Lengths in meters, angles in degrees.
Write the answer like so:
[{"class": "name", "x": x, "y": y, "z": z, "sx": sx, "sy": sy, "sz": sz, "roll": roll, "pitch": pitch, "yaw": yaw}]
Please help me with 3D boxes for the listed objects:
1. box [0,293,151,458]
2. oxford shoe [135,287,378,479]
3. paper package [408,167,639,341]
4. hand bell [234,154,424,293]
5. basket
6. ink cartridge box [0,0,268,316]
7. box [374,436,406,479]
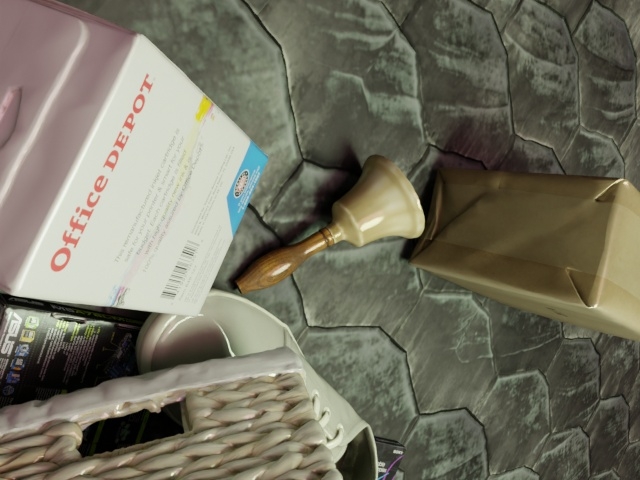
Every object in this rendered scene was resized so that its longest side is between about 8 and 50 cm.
[{"class": "box", "x": -0.261, "y": 0.165, "z": 0.592, "sx": 0.184, "sy": 0.045, "sz": 0.191, "roll": 19, "pitch": 89, "yaw": -44}, {"class": "oxford shoe", "x": -0.045, "y": 0.212, "z": 0.708, "sx": 0.169, "sy": 0.130, "sz": 0.449, "roll": -50, "pitch": 131, "yaw": -19}, {"class": "paper package", "x": 0.357, "y": 0.027, "z": 0.887, "sx": 0.325, "sy": 0.309, "sz": 0.168, "roll": 21, "pitch": 84, "yaw": -41}, {"class": "hand bell", "x": 0.000, "y": 0.000, "z": 0.739, "sx": 0.242, "sy": 0.126, "sz": 0.126, "roll": -31, "pitch": 120, "yaw": -17}, {"class": "basket", "x": -0.136, "y": 0.323, "z": 0.502, "sx": 0.328, "sy": 0.266, "sz": 0.331, "roll": -9, "pitch": 123, "yaw": -17}, {"class": "ink cartridge box", "x": -0.180, "y": -0.055, "z": 0.455, "sx": 0.171, "sy": 0.168, "sz": 0.232, "roll": -66, "pitch": 163, "yaw": -5}, {"class": "box", "x": 0.068, "y": 0.397, "z": 0.934, "sx": 0.116, "sy": 0.029, "sz": 0.162, "roll": 27, "pitch": 83, "yaw": -41}]
